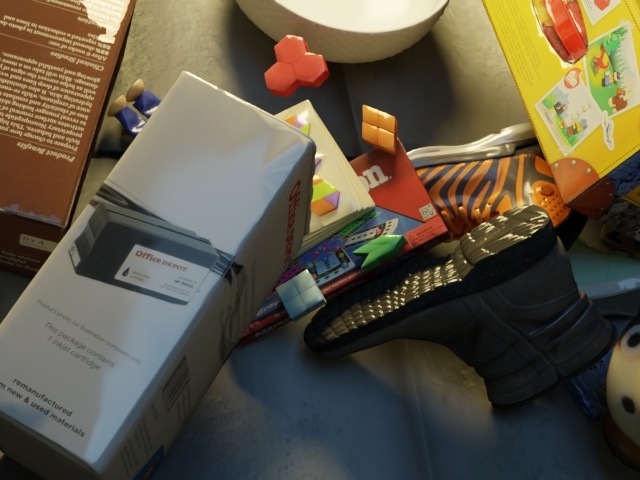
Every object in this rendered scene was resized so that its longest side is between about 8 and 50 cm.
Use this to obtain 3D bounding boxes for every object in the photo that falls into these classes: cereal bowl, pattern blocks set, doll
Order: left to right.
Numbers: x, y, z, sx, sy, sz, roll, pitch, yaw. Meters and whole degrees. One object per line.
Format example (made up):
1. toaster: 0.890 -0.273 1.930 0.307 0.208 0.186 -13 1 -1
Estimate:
1. doll: -0.183 -0.117 1.746 0.189 0.046 0.129 40 54 2
2. pattern blocks set: -0.036 -0.076 1.661 0.285 0.026 0.325 -40 64 -2
3. cereal bowl: 0.017 -0.377 1.916 0.339 0.141 0.339 8 57 -12

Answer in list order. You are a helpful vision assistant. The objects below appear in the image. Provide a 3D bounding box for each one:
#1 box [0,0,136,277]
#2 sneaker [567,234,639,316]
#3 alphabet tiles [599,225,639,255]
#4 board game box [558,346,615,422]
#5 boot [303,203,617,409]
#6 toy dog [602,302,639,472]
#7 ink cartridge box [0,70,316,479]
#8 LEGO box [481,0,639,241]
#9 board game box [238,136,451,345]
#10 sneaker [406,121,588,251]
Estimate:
1. box: -0.359 -0.157 1.664 0.191 0.143 0.381 16 53 -7
2. sneaker: 0.373 0.022 1.801 0.256 0.094 0.151 -5 55 -23
3. alphabet tiles: 0.448 -0.059 1.927 0.237 0.009 0.198 24 55 -1
4. board game box: 0.351 0.174 1.740 0.090 0.020 0.090 -21 67 -29
5. boot: 0.168 0.121 1.640 0.223 0.338 0.118 59 17 -25
6. toy dog: 0.537 0.189 1.596 0.408 0.284 0.395 17 11 4
7. ink cartridge box: -0.174 0.066 1.429 0.166 0.285 0.395 30 69 8
8. LEGO box: 0.418 -0.235 1.800 0.372 0.193 0.500 21 42 -40
9. board game box: 0.000 0.000 1.651 0.281 0.027 0.145 -28 63 4
10. sneaker: 0.186 -0.027 1.704 0.321 0.124 0.180 -21 55 -2
